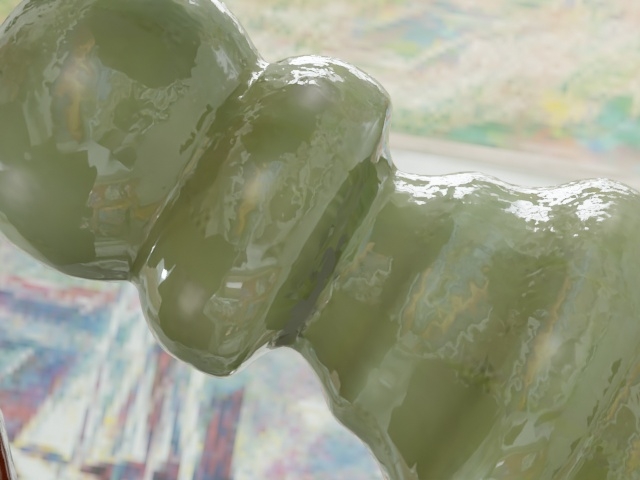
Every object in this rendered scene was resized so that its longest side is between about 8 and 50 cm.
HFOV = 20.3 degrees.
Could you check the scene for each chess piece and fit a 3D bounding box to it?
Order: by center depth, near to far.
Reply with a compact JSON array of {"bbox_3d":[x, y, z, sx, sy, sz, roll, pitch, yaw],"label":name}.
[{"bbox_3d":[0.000,0.000,0.592,0.144,0.251,0.144,-59,0,0],"label":"chess piece"}]

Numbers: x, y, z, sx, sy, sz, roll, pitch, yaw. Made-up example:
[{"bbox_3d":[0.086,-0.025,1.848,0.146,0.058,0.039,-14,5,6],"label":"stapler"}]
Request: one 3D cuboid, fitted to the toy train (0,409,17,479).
[{"bbox_3d":[-0.197,0.105,0.516,0.369,0.231,0.163,124,137,-73],"label":"toy train"}]
